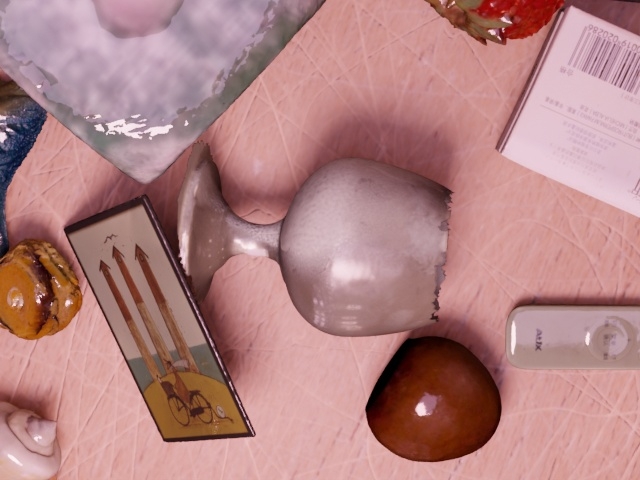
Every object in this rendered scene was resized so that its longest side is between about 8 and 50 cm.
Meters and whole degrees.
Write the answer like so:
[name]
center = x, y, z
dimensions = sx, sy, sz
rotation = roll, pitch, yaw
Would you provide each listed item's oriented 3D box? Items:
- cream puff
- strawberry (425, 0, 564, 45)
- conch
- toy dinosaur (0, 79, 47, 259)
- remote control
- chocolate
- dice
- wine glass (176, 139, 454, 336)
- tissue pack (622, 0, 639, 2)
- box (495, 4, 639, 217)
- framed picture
[cream puff]
center = -0.372, 0.062, 1.731
dimensions = 0.119, 0.104, 0.133
rotation = -7, 91, 36
[strawberry]
center = 0.236, -0.364, 1.612
dimensions = 0.205, 0.205, 0.244
rotation = 44, 81, -4
[conch]
center = -0.440, 0.296, 1.777
dimensions = 0.255, 0.127, 0.158
rotation = -24, 132, 26
[toy dinosaur]
center = -0.412, -0.155, 1.718
dimensions = 0.147, 0.076, 0.362
rotation = 23, 95, -19
[remote control]
center = 0.397, 0.126, 1.735
dimensions = 0.310, 0.038, 0.090
rotation = 1, 99, 2
[chocolate]
center = 0.151, 0.212, 1.702
dimensions = 0.177, 0.177, 0.176
rotation = 0, 98, 3
[dice]
center = -0.209, -0.287, 1.534
dimensions = 0.328, 0.348, 0.330
rotation = 44, 93, -8
[wine glass]
center = 0.000, 0.000, 1.644
dimensions = 0.323, 0.238, 0.238
rotation = 4, 98, 5
[tissue pack]
center = 0.460, -0.365, 1.611
dimensions = 0.246, 0.136, 0.159
rotation = 7, 99, 1
[box]
center = 0.385, -0.146, 1.656
dimensions = 0.274, 0.116, 0.203
rotation = 23, 99, -1
[framed picture]
center = -0.209, 0.110, 1.686
dimensions = 0.013, 0.244, 0.323
rotation = -29, 97, -34
